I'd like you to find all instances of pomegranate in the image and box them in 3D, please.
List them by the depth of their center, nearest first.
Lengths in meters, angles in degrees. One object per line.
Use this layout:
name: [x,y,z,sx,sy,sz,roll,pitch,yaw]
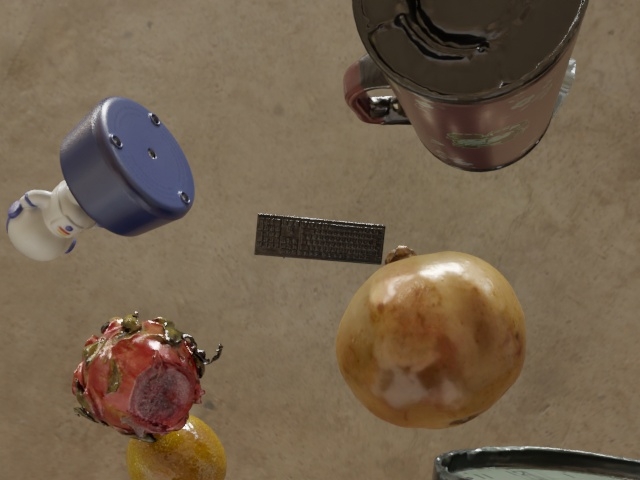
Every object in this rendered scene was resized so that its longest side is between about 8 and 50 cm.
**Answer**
pomegranate: [0.234,0.191,1.576,0.411,0.411,0.411,-2,67,5]

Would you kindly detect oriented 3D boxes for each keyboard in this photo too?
keyboard: [0.000,0.000,1.157,0.202,0.011,0.067,5,98,-9]

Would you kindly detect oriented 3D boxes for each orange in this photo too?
orange: [-0.332,0.507,1.711,0.236,0.236,0.236,-2,67,5]

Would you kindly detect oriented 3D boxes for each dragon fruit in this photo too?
dragon fruit: [-0.395,0.280,1.593,0.291,0.250,0.269,20,80,54]

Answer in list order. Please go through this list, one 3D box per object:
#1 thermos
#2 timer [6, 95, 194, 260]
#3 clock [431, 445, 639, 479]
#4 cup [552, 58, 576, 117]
thermos: [0.094,-0.102,0.500,0.136,0.330,0.109,-36,80,10]
timer: [-0.479,-0.085,1.503,0.383,0.270,0.270,-28,65,20]
clock: [0.266,0.267,0.763,0.312,0.312,0.061,3,84,7]
cup: [0.335,-0.275,1.206,0.129,0.095,0.128,22,48,0]
